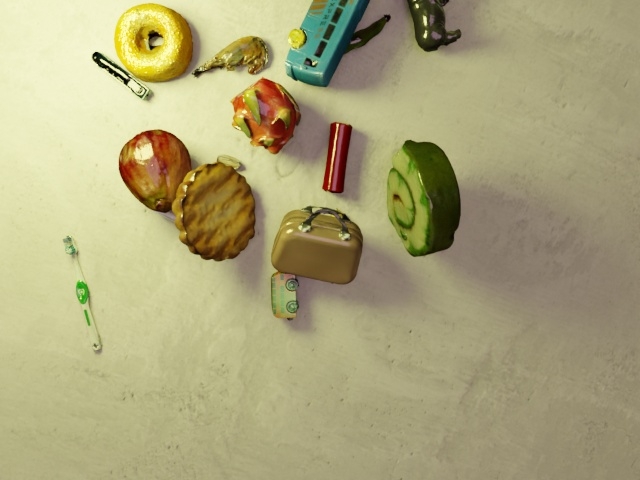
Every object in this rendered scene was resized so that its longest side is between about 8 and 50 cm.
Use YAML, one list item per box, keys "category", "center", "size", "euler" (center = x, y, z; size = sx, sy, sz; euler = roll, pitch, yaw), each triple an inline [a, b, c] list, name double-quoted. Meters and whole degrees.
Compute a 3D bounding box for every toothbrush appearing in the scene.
- category: "toothbrush"
  center: [-0.818, 0.186, 1.653]
  size: [0.042, 0.040, 0.417]
  euler: [-9, 104, -3]

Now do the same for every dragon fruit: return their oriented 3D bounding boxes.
- category: "dragon fruit"
  center: [-0.175, -0.400, 1.545]
  size: [0.224, 0.224, 0.227]
  euler: [-41, 104, 1]

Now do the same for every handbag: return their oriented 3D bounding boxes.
- category: "handbag"
  center: [0.000, 0.000, 1.611]
  size: [0.302, 0.149, 0.283]
  euler: [13, 131, -6]

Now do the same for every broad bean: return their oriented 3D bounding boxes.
- category: "broad bean"
  center: [0.118, -0.678, 1.621]
  size: [0.298, 0.043, 0.060]
  euler: [-28, 81, -2]

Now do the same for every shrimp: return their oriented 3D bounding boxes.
- category: "shrimp"
  center: [-0.292, -0.580, 1.579]
  size: [0.262, 0.066, 0.117]
  euler: [-31, 101, 1]

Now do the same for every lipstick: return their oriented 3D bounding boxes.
- category: "lipstick"
  center: [0.058, -0.285, 1.656]
  size: [0.080, 0.080, 0.241]
  euler: [7, 98, -7]

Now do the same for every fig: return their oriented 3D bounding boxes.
- category: "fig"
  center: [-0.526, -0.220, 1.537]
  size: [0.224, 0.224, 0.262]
  euler: [-8, 100, -5]

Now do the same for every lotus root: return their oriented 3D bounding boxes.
- category: "lotus root"
  center: [-0.313, -0.269, 1.641]
  size: [0.083, 0.030, 0.037]
  euler: [17, 126, -6]

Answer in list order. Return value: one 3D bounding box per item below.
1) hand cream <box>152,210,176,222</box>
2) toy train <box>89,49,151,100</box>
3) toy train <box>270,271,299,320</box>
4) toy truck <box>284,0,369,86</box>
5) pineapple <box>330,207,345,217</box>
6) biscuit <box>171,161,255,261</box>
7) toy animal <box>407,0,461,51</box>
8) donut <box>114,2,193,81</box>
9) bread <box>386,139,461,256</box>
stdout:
- category: "hand cream"
  center: [-0.450, -0.071, 1.644]
  size: [0.255, 0.048, 0.079]
  euler: [32, 61, -12]
- category: "toy train"
  center: [-0.648, -0.536, 1.553]
  size: [0.208, 0.047, 0.043]
  euler: [37, 99, -10]
- category: "toy train"
  center: [-0.126, 0.195, 1.710]
  size: [0.099, 0.072, 0.188]
  euler: [-1, 98, -7]
- category: "toy truck"
  center: [0.022, -0.684, 1.529]
  size: [0.162, 0.161, 0.384]
  euler: [27, 92, 7]
- category: "pineapple"
  center: [0.052, -0.041, 1.699]
  size: [0.114, 0.077, 0.114]
  euler: [-35, 95, 13]
- category: "biscuit"
  center: [-0.345, -0.090, 1.558]
  size: [0.107, 0.326, 0.325]
  euler: [4, 101, 36]
- category: "toy animal"
  center: [0.349, -0.804, 1.601]
  size: [0.169, 0.106, 0.343]
  euler: [-27, 94, 5]
- category: "donut"
  center: [-0.534, -0.628, 1.526]
  size: [0.254, 0.118, 0.253]
  euler: [2, 103, 8]
- category: "bread"
  center: [0.317, -0.138, 1.563]
  size: [0.129, 0.366, 0.381]
  euler: [-12, 102, -10]
